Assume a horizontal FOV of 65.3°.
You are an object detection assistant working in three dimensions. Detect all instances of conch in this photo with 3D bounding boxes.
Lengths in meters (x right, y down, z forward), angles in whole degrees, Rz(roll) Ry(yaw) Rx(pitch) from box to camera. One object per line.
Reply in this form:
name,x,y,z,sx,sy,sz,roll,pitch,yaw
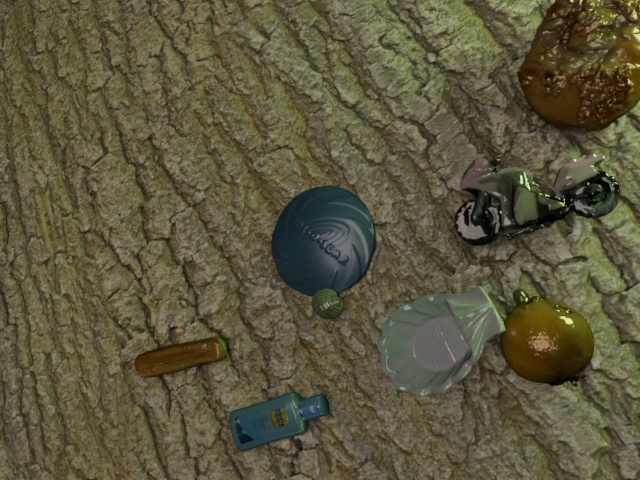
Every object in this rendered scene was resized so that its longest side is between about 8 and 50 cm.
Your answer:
conch,0.012,0.160,1.223,0.085,0.056,0.076,-34,92,17

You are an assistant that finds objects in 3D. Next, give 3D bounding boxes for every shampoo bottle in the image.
shampoo bottle,-0.101,0.438,1.230,0.258,0.061,0.104,-23,75,18

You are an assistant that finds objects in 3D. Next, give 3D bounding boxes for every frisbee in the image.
frisbee,-0.003,-0.001,1.262,0.289,0.049,0.290,-4,80,23

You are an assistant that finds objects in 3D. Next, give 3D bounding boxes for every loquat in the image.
loquat,0.440,0.189,0.986,0.172,0.149,0.205,-23,76,8

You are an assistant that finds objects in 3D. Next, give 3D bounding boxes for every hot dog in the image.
hot dog,-0.382,0.321,1.368,0.285,0.061,0.088,-11,81,20

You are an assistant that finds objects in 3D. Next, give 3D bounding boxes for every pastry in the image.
pastry,0.560,-0.388,1.023,0.255,0.162,0.311,25,94,22

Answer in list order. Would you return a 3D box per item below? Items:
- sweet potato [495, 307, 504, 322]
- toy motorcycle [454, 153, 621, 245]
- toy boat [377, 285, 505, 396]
sweet potato,0.395,0.188,1.078,0.026,0.026,0.115,-36,72,14
toy motorcycle,0.434,-0.108,1.044,0.326,0.143,0.188,-15,76,13
toy boat,0.259,0.213,1.072,0.290,0.100,0.200,-38,64,32
